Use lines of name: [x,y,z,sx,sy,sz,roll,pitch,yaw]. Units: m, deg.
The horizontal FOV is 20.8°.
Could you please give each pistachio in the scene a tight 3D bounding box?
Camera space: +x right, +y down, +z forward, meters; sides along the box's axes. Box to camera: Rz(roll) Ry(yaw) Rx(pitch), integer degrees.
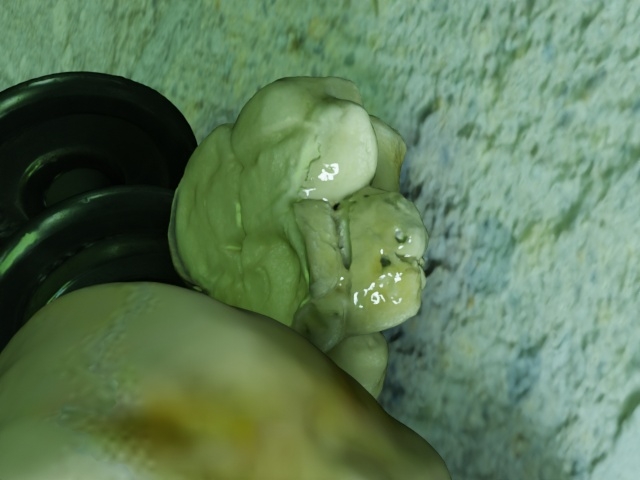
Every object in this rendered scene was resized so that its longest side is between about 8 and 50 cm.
pistachio: [-0.072,0.235,0.873,0.365,0.281,0.445,24,119,40]

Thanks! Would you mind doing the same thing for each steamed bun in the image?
steamed bun: [0.000,0.000,1.022,0.192,0.106,0.177,-57,41,35]

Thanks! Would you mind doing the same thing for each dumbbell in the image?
dumbbell: [-0.156,0.001,1.191,0.192,0.192,0.290,-61,35,28]
